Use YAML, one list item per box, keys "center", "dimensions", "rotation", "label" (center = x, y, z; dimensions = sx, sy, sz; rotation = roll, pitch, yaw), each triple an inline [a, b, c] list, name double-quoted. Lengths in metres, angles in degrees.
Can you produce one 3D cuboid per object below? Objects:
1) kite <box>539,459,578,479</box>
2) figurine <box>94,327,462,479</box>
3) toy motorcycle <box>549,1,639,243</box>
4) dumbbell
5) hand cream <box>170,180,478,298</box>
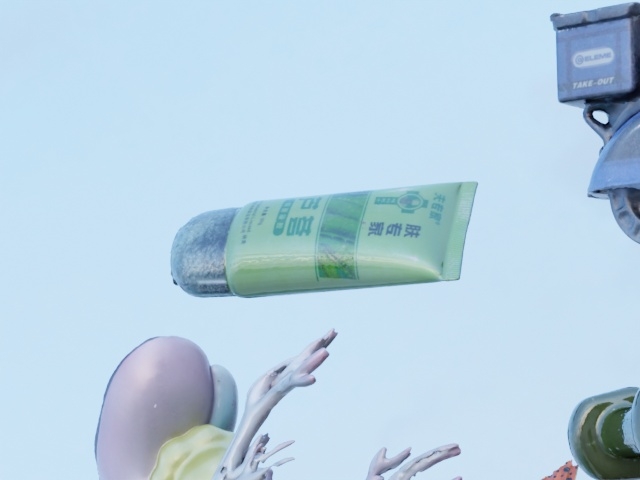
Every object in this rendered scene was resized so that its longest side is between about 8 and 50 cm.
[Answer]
- center: [0.140, 0.253, 1.276]
  dimensions: [0.222, 0.125, 0.008]
  rotation: [-27, -51, -8]
  label: "kite"
- center: [-0.070, 0.195, 1.499]
  dimensions: [0.284, 0.316, 0.206]
  rotation: [-46, -53, -1]
  label: "figurine"
- center: [0.338, -0.105, 1.187]
  dimensions: [0.359, 0.212, 0.125]
  rotation: [-6, -6, 40]
  label: "toy motorcycle"
- center: [0.150, 0.085, 0.739]
  dimensions: [0.052, 0.046, 0.118]
  rotation: [-8, -9, -10]
  label: "dumbbell"
- center: [0.000, 0.000, 0.946]
  dimensions: [0.175, 0.095, 0.046]
  rotation: [-7, -57, 18]
  label: "hand cream"
